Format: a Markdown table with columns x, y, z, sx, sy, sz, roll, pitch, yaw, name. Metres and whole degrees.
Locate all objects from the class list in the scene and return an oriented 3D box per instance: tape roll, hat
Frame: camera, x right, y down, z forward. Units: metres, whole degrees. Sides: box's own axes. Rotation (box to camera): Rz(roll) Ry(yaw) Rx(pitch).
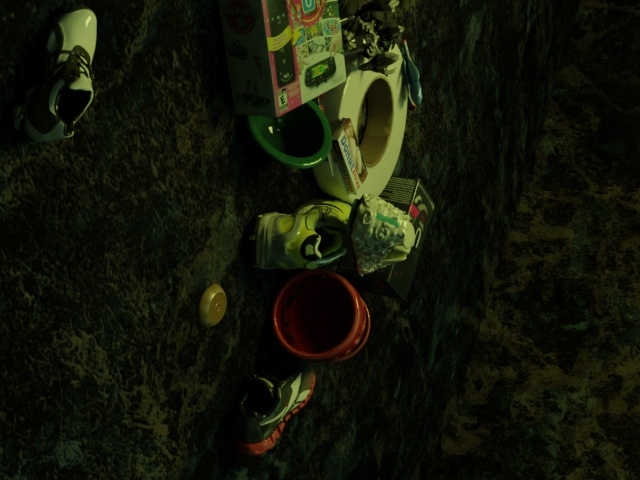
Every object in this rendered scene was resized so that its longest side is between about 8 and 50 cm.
| x | y | z | sx | sy | sz | roll | pitch | yaw | name |
| --- | --- | --- | --- | --- | --- | --- | --- | --- | --- |
| 0.094 | -0.272 | 1.901 | 0.392 | 0.072 | 0.392 | -38 | 134 | -55 | tape roll |
| -0.089 | -0.175 | 1.612 | 0.208 | 0.183 | 0.173 | 26 | 56 | -20 | hat |

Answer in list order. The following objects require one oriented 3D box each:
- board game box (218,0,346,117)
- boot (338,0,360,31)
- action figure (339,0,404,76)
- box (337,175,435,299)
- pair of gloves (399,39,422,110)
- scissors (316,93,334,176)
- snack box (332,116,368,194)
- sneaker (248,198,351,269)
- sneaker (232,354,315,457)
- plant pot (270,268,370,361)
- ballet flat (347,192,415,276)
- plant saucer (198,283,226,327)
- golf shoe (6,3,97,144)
| x | y | z | sx | sy | sz | roll | pitch | yaw | name |
| --- | --- | --- | --- | --- | --- | --- | --- | --- | --- |
| -0.066 | -0.392 | 1.443 | 0.224 | 0.097 | 0.303 | -38 | 129 | -46 | board game box |
| 0.062 | -0.538 | 1.735 | 0.198 | 0.077 | 0.137 | -64 | 158 | -1 | boot |
| 0.098 | -0.403 | 1.667 | 0.275 | 0.141 | 0.164 | -23 | 105 | -48 | action figure |
| 0.166 | -0.011 | 2.076 | 0.165 | 0.143 | 0.270 | 42 | 63 | -61 | box |
| 0.216 | -0.400 | 2.029 | 0.198 | 0.023 | 0.159 | 171 | -95 | -88 | pair of gloves |
| -0.008 | -0.278 | 1.648 | 0.109 | 0.021 | 0.297 | 15 | 70 | -69 | scissors |
| 0.062 | -0.176 | 1.767 | 0.064 | 0.022 | 0.178 | -62 | 150 | -27 | snack box |
| 0.000 | 0.000 | 1.732 | 0.384 | 0.147 | 0.145 | -25 | 121 | -62 | sneaker |
| -0.092 | 0.312 | 1.728 | 0.276 | 0.097 | 0.135 | -49 | 144 | -44 | sneaker |
| 0.008 | 0.165 | 1.781 | 0.174 | 0.191 | 0.191 | 37 | 67 | -72 | plant pot |
| 0.129 | 0.001 | 1.753 | 0.409 | 0.147 | 0.147 | 59 | 45 | -82 | ballet flat |
| -0.194 | 0.122 | 1.533 | 0.083 | 0.015 | 0.083 | -36 | 132 | -54 | plant saucer |
| -0.311 | -0.208 | 1.061 | 0.077 | 0.094 | 0.198 | 45 | 59 | -59 | golf shoe |
